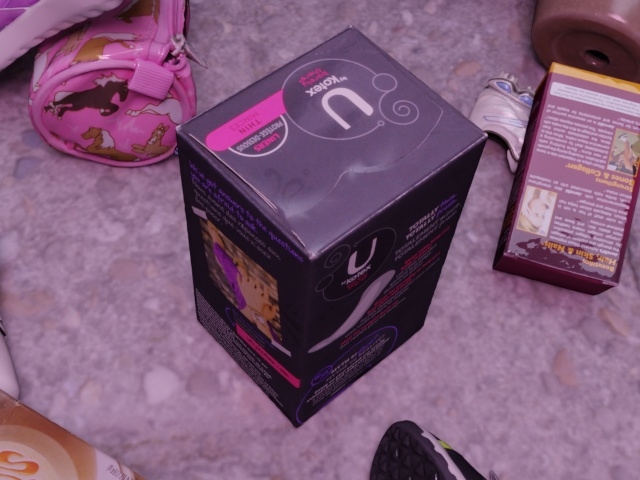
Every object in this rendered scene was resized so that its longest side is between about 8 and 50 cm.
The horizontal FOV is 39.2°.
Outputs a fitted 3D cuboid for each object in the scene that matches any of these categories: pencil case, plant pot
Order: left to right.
[{"bbox_3d":[-0.197,-0.262,0.931,0.167,0.160,0.386,-1,55,-4],"label":"pencil case"},{"bbox_3d":[0.335,-0.283,0.954,0.263,0.263,0.229,27,76,13],"label":"plant pot"}]

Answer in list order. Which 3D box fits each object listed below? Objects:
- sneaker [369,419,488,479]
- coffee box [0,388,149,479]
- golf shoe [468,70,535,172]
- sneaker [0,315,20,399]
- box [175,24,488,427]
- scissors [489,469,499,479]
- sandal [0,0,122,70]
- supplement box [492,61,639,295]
[{"bbox_3d":[0.126,0.231,0.675,0.097,0.084,0.235,14,24,-42],"label":"sneaker"},{"bbox_3d":[-0.178,0.228,0.637,0.246,0.098,0.141,28,59,14],"label":"coffee box"},{"bbox_3d":[0.232,-0.095,0.921,0.176,0.069,0.086,30,83,16],"label":"golf shoe"},{"bbox_3d":[-0.304,0.039,0.763,0.086,0.085,0.237,-28,64,-15],"label":"sneaker"},{"bbox_3d":[0.000,0.000,0.701,0.165,0.270,0.143,-35,66,-25],"label":"box"},{"bbox_3d":[0.212,0.305,0.666,0.109,0.021,0.297,-9,55,-4],"label":"scissors"},{"bbox_3d":[-0.278,-0.255,0.810,0.416,0.102,0.169,-10,59,42],"label":"sandal"},{"bbox_3d":[0.234,-0.054,0.831,0.104,0.081,0.188,15,80,5],"label":"supplement box"}]
